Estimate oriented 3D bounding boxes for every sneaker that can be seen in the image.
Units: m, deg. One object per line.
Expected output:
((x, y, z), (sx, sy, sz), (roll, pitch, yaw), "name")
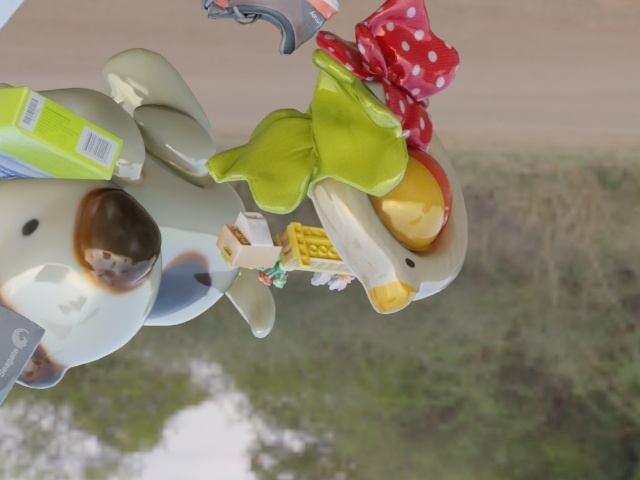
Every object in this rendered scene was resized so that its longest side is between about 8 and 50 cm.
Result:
((-0.065, -0.180, 1.025), (0.158, 0.065, 0.061), (37, -178, -2), "sneaker")

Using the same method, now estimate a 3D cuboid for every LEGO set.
((0.000, 0.000, 1.521), (0.107, 0.132, 0.287), (-40, 179, 43), "LEGO set")

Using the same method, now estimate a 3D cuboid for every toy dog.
((-0.251, 0.011, 1.706), (0.284, 0.395, 0.408), (-38, -178, 18), "toy dog")

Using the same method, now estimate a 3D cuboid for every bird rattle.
((0.036, -0.056, 1.130), (0.143, 0.207, 0.253), (-22, -171, 24), "bird rattle")

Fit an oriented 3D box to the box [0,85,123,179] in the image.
((-0.267, -0.092, 1.371), (0.109, 0.042, 0.178), (29, 163, -38), "box")

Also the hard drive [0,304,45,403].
((-0.320, 0.137, 1.075), (0.172, 0.255, 0.054), (8, 145, 41), "hard drive")

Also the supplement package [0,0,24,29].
((-0.244, -0.276, 1.028), (0.204, 0.145, 0.262), (31, 156, -18), "supplement package")
